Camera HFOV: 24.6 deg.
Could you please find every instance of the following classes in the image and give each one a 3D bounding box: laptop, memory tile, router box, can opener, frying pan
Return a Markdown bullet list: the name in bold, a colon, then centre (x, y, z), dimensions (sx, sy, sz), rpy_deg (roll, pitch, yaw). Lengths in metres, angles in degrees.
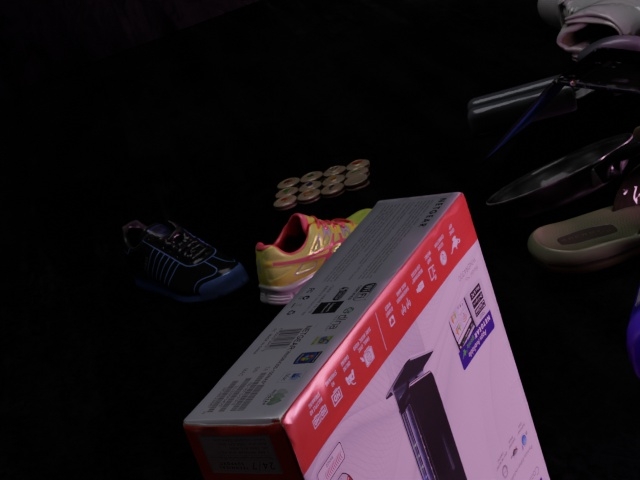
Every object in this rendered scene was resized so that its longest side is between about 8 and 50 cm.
- **laptop**: centre (0.376, -0.174, 1.982), dimensions (0.264, 0.136, 0.234), rpy_deg (10, 22, 21)
- **memory tile**: centre (0.002, -0.084, 2.188), dimensions (0.148, 0.012, 0.113), rpy_deg (-15, 22, 10)
- **router box**: centre (0.057, 0.170, 1.122), dimensions (0.082, 0.301, 0.335), rpy_deg (-6, 25, 31)
- **can opener**: centre (0.347, -0.229, 2.158), dimensions (0.280, 0.093, 0.074), rpy_deg (-18, 21, 15)
- **frying pan**: centre (0.339, -0.092, 1.771), dimensions (0.197, 0.053, 0.326), rpy_deg (-31, 8, -40)

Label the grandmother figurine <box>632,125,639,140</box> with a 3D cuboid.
- **grandmother figurine**: centre (0.569, -0.179, 1.830), dimensions (0.342, 0.104, 0.208), rpy_deg (-30, 32, -19)

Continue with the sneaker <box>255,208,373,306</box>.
- **sneaker**: centre (0.000, 0.000, 1.871), dimensions (0.208, 0.094, 0.081), rpy_deg (-33, 23, -35)

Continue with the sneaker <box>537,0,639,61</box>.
- **sneaker**: centre (0.422, -0.363, 2.387), dimensions (0.169, 0.108, 0.292), rpy_deg (-28, 24, -29)

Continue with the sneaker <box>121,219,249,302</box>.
- **sneaker**: centre (-0.191, 0.023, 1.978), dimensions (0.232, 0.090, 0.081), rpy_deg (5, 31, 47)

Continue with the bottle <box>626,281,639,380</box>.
- **bottle**: centre (0.374, 0.045, 1.445), dimensions (0.118, 0.092, 0.283), rpy_deg (-8, 24, 23)

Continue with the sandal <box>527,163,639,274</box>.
- **sandal**: centre (0.376, -0.044, 1.661), dimensions (0.303, 0.086, 0.120), rpy_deg (-18, 21, -13)
